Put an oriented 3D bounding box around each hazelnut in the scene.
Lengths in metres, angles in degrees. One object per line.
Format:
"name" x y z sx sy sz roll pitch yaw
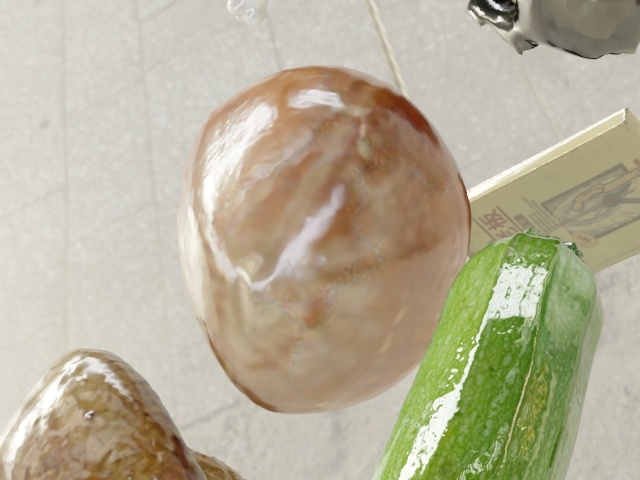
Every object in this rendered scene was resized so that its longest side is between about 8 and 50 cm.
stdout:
"hazelnut" 0.000 0.000 0.670 0.176 0.214 0.214 -8 49 16

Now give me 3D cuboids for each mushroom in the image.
"mushroom" -0.161 0.240 0.952 0.195 0.283 0.263 -50 25 -20

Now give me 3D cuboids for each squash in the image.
"squash" 0.067 0.068 0.445 0.068 0.077 0.219 15 42 14

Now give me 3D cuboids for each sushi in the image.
"sushi" 0.192 -0.256 0.880 0.200 0.204 0.213 23 48 41

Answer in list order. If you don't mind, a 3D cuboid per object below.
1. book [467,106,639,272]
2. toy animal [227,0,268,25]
"book" 0.251 -0.027 1.140 0.231 0.161 0.026 -29 33 34
"toy animal" -0.018 -0.344 1.082 0.138 0.282 0.140 -25 74 -32
